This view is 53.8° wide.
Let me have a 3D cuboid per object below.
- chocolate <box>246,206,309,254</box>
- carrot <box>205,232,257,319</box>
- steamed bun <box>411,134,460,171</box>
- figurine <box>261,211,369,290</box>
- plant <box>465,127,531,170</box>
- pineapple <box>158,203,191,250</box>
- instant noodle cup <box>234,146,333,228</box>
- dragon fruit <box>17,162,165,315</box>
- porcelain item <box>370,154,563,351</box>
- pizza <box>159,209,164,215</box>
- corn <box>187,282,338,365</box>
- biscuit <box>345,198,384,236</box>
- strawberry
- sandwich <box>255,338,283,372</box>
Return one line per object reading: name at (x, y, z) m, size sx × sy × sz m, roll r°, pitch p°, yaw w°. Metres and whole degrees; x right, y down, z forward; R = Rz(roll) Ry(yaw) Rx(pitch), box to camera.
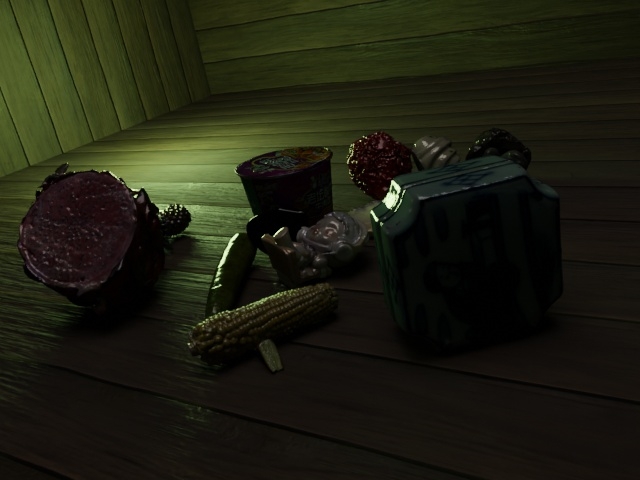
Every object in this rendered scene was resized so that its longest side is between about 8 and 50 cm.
chocolate at (-0.088, -0.023, 1.477) m, size 0.149 × 0.125 × 0.080 m, roll -17°, pitch 18°, yaw 9°
carrot at (-0.197, 0.083, 1.360) m, size 0.074 × 0.074 × 0.358 m, roll -8°, pitch 26°, yaw 9°
steamed bun at (0.313, -0.197, 1.642) m, size 0.106 × 0.182 × 0.183 m, roll -30°, pitch 22°, yaw 7°
figurine at (0.001, 0.003, 1.354) m, size 0.237 × 0.141 × 0.162 m, roll -22°, pitch 30°, yaw -25°
plant at (0.447, -0.184, 1.580) m, size 0.146 × 0.149 × 0.274 m, roll 26°, pitch 27°, yaw -8°
pineapple at (-0.414, -0.036, 1.716) m, size 0.083 × 0.103 × 0.221 m, roll -26°, pitch 13°, yaw 23°
instant noodle cup at (-0.076, -0.113, 1.600) m, size 0.251 × 0.190 × 0.251 m, roll -9°, pitch 22°, yaw 4°
dragon fruit at (-0.497, 0.026, 1.428) m, size 0.296 × 0.314 × 0.263 m, roll 8°, pitch -19°, yaw 9°
porcelain item at (0.239, 0.020, 1.022) m, size 0.286 × 0.281 × 0.157 m, roll -12°, pitch 20°, yaw -5°
pizza at (-0.540, -0.018, 1.722) m, size 0.280 × 0.075 × 0.287 m, roll -10°, pitch 27°, yaw -16°
corn at (-0.101, 0.148, 1.141) m, size 0.288 × 0.086 × 0.086 m, roll -18°, pitch 24°, yaw -22°
biscuit at (0.161, -0.059, 1.561) m, size 0.266 × 0.040 × 0.188 m, roll -6°, pitch 25°, yaw 12°
strawberry at (0.164, -0.186, 1.707) m, size 0.184 × 0.186 × 0.201 m, roll -3°, pitch 55°, yaw -8°
sandwich at (-0.091, 0.191, 1.085) m, size 0.031 × 0.044 × 0.083 m, roll -24°, pitch 23°, yaw -18°
